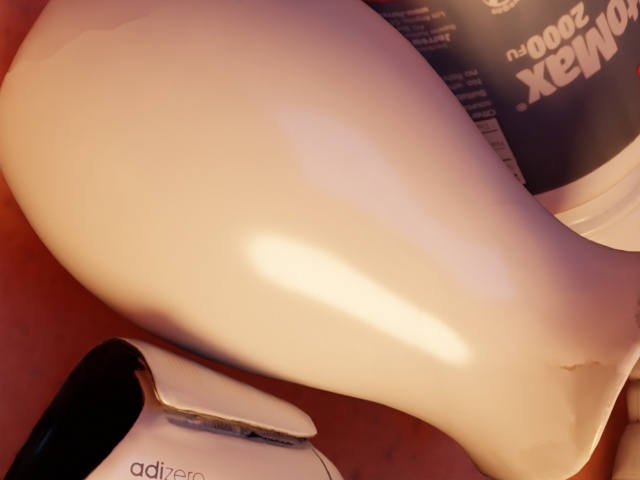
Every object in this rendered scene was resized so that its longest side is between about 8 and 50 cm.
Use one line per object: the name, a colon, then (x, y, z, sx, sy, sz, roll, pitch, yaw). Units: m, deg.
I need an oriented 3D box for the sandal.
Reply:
sandal: (-0.073, 0.064, 0.540, 0.265, 0.102, 0.076, 11, 75, -33)

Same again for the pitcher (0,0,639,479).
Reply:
pitcher: (0.000, 0.000, 0.595, 0.207, 0.178, 0.125, 33, 71, 4)

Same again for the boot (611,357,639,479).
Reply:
boot: (0.229, 0.109, 0.756, 0.258, 0.095, 0.123, 15, 77, -32)

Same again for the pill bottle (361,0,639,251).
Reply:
pill bottle: (0.069, -0.071, 0.653, 0.108, 0.108, 0.180, -59, 136, -31)
